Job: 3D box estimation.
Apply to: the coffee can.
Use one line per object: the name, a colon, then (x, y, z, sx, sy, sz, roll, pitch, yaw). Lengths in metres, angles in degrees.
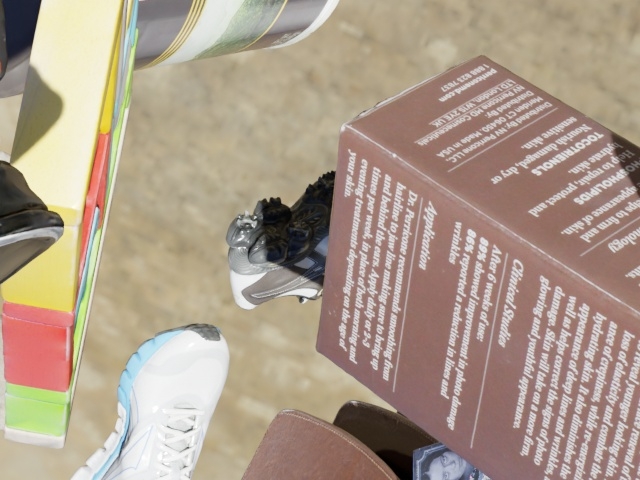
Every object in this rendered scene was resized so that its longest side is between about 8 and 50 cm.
coffee can: (-0.136, -0.218, 1.318, 0.201, 0.275, 0.201, 13, 110, 40)

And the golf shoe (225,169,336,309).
golf shoe: (0.000, 0.000, 1.611, 0.077, 0.198, 0.094, 47, 140, 36)

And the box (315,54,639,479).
box: (0.180, 0.067, 1.103, 0.381, 0.143, 0.191, 37, 138, 31)

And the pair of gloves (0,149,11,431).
pair of gloves: (-0.234, 0.004, 1.109, 0.042, 0.240, 0.204, -9, 172, 22)

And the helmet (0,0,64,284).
helmet: (-0.148, -0.034, 0.416, 0.161, 0.169, 0.169, -19, 130, 41)

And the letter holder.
letter holder: (0.069, 0.241, 1.881, 0.152, 0.214, 0.302, 27, 179, -27)

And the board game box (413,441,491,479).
board game box: (0.153, 0.277, 1.589, 0.165, 0.243, 0.042, -23, 144, 38)

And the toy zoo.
toy zoo: (-0.099, -0.053, 0.772, 0.030, 0.192, 0.293, 10, 154, -4)

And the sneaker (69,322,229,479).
sneaker: (-0.101, 0.141, 1.217, 0.071, 0.083, 0.190, 6, 123, -35)
